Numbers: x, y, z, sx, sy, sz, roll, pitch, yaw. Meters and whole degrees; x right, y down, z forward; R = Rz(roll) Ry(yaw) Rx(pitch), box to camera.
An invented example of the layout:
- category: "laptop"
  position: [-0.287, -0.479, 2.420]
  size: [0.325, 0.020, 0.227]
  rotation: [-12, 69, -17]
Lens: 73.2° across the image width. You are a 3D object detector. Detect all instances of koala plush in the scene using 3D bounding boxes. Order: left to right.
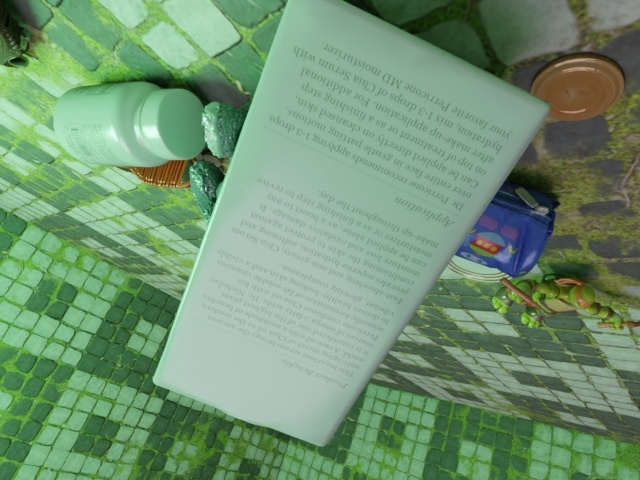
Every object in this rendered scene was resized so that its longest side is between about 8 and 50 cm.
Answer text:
- category: "koala plush"
  position: [-0.079, -0.103, 0.622]
  size: [0.196, 0.203, 0.221]
  rotation: [-6, 136, -21]

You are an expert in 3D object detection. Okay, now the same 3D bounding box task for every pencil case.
- category: "pencil case"
  position: [0.170, -0.053, 0.598]
  size: [0.306, 0.119, 0.133]
  rotation: [21, 151, 0]

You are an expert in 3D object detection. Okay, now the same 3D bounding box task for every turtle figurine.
- category: "turtle figurine"
  position: [0.412, 0.103, 0.786]
  size: [0.270, 0.087, 0.217]
  rotation: [14, 165, -6]

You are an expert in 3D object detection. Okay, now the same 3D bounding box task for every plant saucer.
- category: "plant saucer"
  position: [0.260, -0.152, 0.441]
  size: [0.084, 0.013, 0.083]
  rotation: [17, 157, 7]

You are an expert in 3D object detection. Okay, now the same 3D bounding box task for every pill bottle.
- category: "pill bottle"
  position: [-0.298, -0.184, 0.688]
  size: [0.230, 0.131, 0.131]
  rotation: [8, 154, 28]

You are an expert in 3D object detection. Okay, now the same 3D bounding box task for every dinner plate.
- category: "dinner plate"
  position: [0.302, 0.042, 0.830]
  size: [0.141, 0.017, 0.141]
  rotation: [17, 157, 7]

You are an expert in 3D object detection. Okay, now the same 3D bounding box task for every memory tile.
- category: "memory tile"
  position: [-0.248, -0.150, 0.872]
  size: [0.113, 0.012, 0.148]
  rotation: [21, 158, -1]

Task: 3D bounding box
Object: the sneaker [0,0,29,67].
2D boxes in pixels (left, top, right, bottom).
- category: "sneaker"
  position: [-0.477, -0.320, 0.647]
  size: [0.071, 0.066, 0.188]
  rotation: [15, 168, -32]

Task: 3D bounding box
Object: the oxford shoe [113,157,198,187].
- category: "oxford shoe"
  position: [-0.313, -0.154, 0.826]
  size: [0.272, 0.096, 0.098]
  rotation: [23, -179, 28]

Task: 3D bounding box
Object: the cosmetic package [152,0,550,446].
- category: "cosmetic package"
  position: [0.000, 0.000, 0.491]
  size: [0.230, 0.161, 0.453]
  rotation: [24, 115, -6]
